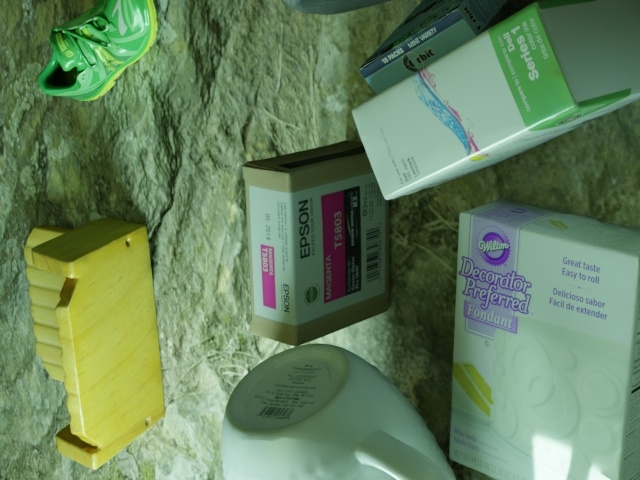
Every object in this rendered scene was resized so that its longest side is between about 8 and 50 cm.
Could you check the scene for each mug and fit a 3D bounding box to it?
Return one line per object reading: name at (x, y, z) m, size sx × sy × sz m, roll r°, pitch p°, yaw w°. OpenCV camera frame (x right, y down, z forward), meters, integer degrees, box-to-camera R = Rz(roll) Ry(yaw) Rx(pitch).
mug at (0.055, 0.311, 1.403) m, size 0.374 × 0.276 × 0.328 m, roll 10°, pitch 133°, yaw 48°

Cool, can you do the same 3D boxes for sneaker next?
sneaker at (-0.353, -0.310, 1.796) m, size 0.295 × 0.124 × 0.109 m, roll -44°, pitch 71°, yaw 42°

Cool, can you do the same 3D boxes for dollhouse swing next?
dollhouse swing at (-0.449, 0.153, 1.935) m, size 0.305 × 0.315 × 0.346 m, roll 4°, pitch 107°, yaw 23°

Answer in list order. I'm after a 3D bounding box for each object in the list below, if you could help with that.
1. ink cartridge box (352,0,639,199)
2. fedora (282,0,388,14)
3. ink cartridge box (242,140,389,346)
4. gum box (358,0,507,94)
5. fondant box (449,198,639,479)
ink cartridge box at (0.203, -0.157, 1.243) m, size 0.278 × 0.201 × 0.117 m, roll -25°, pitch 85°, yaw 46°
fedora at (0.061, -0.346, 1.271) m, size 0.244 × 0.275 × 0.124 m, roll -15°, pitch 93°, yaw 10°
ink cartridge box at (0.000, 0.000, 1.498) m, size 0.088 × 0.193 × 0.234 m, roll 14°, pitch 113°, yaw 41°
gum box at (0.145, -0.253, 1.284) m, size 0.157 × 0.184 × 0.041 m, roll -25°, pitch 109°, yaw 45°
fondant box at (0.276, 0.136, 1.342) m, size 0.238 × 0.096 × 0.330 m, roll 16°, pitch 113°, yaw 41°
